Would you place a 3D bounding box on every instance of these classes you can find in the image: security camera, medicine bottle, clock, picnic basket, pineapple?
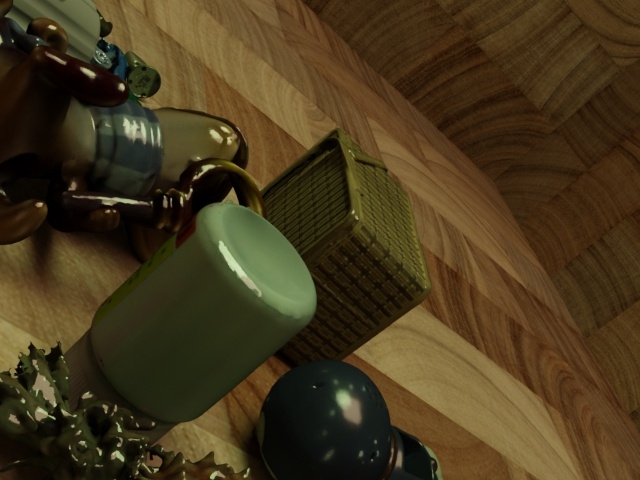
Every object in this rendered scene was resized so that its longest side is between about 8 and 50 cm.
[{"bbox_3d":[-0.291,-0.269,1.381,0.058,0.058,0.092,36,10,-32],"label":"security camera"},{"bbox_3d":[-0.123,0.082,0.780,0.139,0.225,0.139,41,20,-19],"label":"medicine bottle"},{"bbox_3d":[0.033,0.235,0.966,0.243,0.147,0.199,46,22,-31],"label":"clock"},{"bbox_3d":[0.000,0.000,1.214,0.175,0.228,0.312,43,20,-23],"label":"picnic basket"},{"bbox_3d":[-0.133,0.210,0.646,0.361,0.175,0.175,41,18,7],"label":"pineapple"}]

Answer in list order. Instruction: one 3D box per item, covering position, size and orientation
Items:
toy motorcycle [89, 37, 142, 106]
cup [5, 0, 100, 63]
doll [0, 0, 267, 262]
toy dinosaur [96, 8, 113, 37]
[{"bbox_3d":[-0.283,-0.190,1.162,0.136,0.092,0.254,24,34,-51],"label":"toy motorcycle"},{"bbox_3d":[-0.365,-0.297,1.001,0.167,0.221,0.202,20,-6,30],"label":"cup"},{"bbox_3d":[-0.224,-0.105,0.919,0.340,0.209,0.317,22,47,-56],"label":"doll"},{"bbox_3d":[-0.385,-0.354,1.227,0.179,0.087,0.187,53,-7,-33],"label":"toy dinosaur"}]
